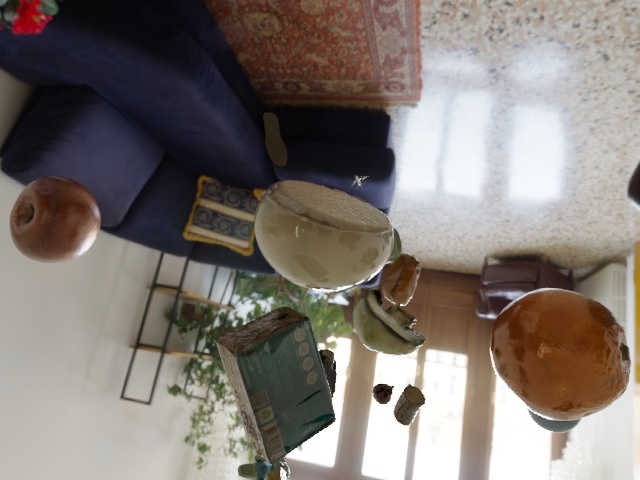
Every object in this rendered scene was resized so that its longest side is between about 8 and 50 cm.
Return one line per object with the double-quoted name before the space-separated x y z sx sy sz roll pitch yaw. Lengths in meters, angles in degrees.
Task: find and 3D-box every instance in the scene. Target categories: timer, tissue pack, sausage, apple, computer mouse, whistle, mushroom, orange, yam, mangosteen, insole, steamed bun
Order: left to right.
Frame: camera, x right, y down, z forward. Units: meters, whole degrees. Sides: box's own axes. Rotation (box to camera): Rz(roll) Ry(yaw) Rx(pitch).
"apple" -0.583 -0.046 1.051 0.201 0.201 0.162 1 170 31
"whistle" -0.194 0.822 1.678 0.077 0.114 0.236 -39 136 24
"insole" -0.135 -0.296 1.374 0.064 0.188 0.004 -1 157 -29
"tissue pack" -0.095 0.305 1.030 0.192 0.270 0.134 -22 -163 -32
"steamed bun" 0.000 0.000 1.237 0.375 0.241 0.374 15 -164 -4
"computer mouse" 0.248 0.044 2.160 0.289 0.159 0.097 -19 160 30
"mushroom" 0.215 0.312 1.648 0.267 0.164 0.189 40 -151 6
"mangosteen" 0.230 0.562 1.727 0.081 0.080 0.081 9 165 2
"sausage" 0.368 0.171 2.105 0.136 0.241 0.120 29 167 -33
"yam" 0.289 0.546 1.553 0.084 0.084 0.127 13 123 -12
"timer" 0.731 0.515 1.464 0.175 0.175 0.255 0 161 32
"orange" 0.563 0.265 1.116 0.312 0.312 0.312 9 165 2

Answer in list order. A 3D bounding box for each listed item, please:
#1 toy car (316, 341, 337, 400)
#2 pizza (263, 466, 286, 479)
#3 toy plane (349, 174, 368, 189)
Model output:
"toy car" -0.054 0.444 1.585 0.158 0.172 0.235 -20 133 30
"pizza" -0.114 0.668 1.145 0.081 0.188 0.204 -7 147 3
"toy plane" 0.131 -0.205 1.627 0.078 0.024 0.084 -32 148 3
